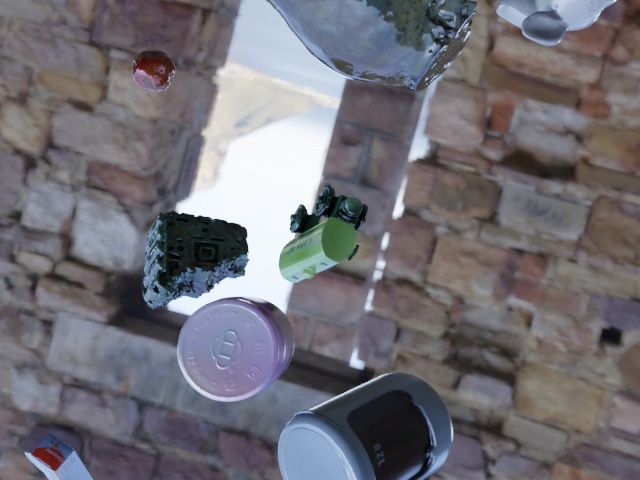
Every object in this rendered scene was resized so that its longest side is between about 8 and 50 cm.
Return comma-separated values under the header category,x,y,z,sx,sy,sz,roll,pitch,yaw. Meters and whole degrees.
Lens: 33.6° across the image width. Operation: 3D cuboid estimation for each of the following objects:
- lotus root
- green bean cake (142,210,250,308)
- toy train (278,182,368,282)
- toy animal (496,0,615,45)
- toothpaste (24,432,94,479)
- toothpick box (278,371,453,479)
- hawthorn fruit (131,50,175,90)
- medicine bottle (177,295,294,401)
category,x,y,z,sx,sy,sz,roll,pitch,yaw
lotus root,0.032,-0.263,1.181,0.260,0.149,0.267,43,176,-4
green bean cake,-0.238,0.045,2.088,0.208,0.107,0.193,10,-131,-22
toy train,0.000,0.000,1.968,0.105,0.157,0.253,25,158,-17
toy animal,0.358,-0.403,1.600,0.179,0.193,0.127,-19,-143,-18
toothpaste,-0.392,0.353,1.618,0.070,0.044,0.193,29,153,19
toothpick box,0.106,0.406,2.147,0.355,0.263,0.263,-20,-152,-41
hawthorn fruit,-0.345,-0.351,2.168,0.093,0.093,0.093,15,-174,-1
medicine bottle,-0.123,0.160,1.610,0.152,0.152,0.254,15,179,4
